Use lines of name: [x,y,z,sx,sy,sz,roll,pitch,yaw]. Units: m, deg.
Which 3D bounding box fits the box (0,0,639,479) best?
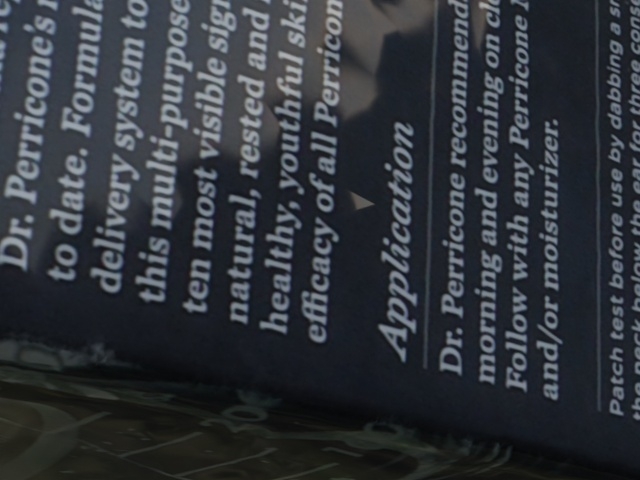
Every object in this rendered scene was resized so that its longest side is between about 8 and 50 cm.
box: [-0.176,-0.039,0.664,0.472,0.297,0.480,17,-24,-32]
